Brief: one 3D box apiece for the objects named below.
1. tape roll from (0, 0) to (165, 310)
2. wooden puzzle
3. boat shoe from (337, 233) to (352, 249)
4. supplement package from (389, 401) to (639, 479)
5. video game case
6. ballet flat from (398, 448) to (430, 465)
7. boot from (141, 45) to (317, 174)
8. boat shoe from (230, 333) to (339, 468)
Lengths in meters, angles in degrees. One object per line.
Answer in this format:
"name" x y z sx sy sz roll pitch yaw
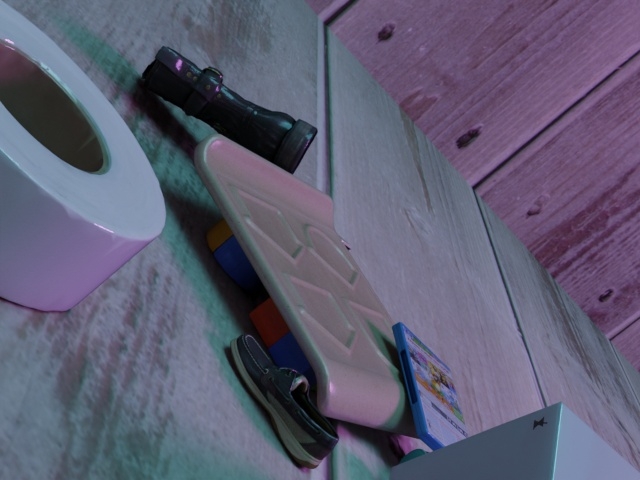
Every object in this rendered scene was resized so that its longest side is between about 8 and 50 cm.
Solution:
"tape roll" -0.259 -0.082 1.084 0.286 0.100 0.286 46 15 -16
"wooden puzzle" -0.009 0.070 1.525 0.322 0.080 0.348 26 33 -59
"boat shoe" -0.001 -0.001 1.794 0.049 0.042 0.133 35 5 30
"supplement package" 0.200 0.314 1.142 0.262 0.198 0.199 42 41 -24
"video game case" 0.132 0.185 1.529 0.119 0.015 0.166 44 24 -38
"ballet flat" 0.103 0.286 1.339 0.070 0.070 0.188 46 24 -15
"boot" -0.122 -0.161 1.695 0.229 0.091 0.263 31 -13 -2
"boat shoe" -0.032 0.148 1.292 0.152 0.049 0.056 55 15 18
